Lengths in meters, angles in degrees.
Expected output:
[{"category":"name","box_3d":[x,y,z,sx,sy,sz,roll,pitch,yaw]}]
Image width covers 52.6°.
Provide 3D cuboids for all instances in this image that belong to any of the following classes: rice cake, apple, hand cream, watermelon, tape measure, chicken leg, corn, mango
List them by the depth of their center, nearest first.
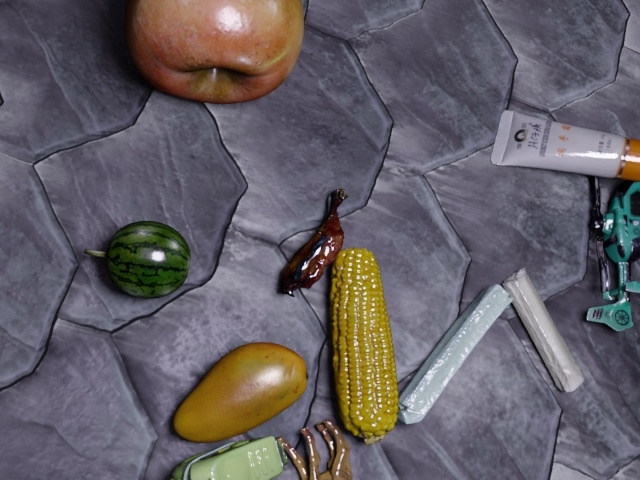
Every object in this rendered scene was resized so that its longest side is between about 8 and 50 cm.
[{"category":"tape measure","box_3d":[-0.169,0.390,1.079,0.177,0.154,0.088,-6,78,-44]},{"category":"mango","box_3d":[-0.144,0.265,1.142,0.253,0.113,0.139,-27,86,-10]},{"category":"watermelon","box_3d":[-0.327,0.034,1.153,0.187,0.141,0.141,4,74,-10]},{"category":"apple","box_3d":[-0.191,-0.428,1.203,0.338,0.338,0.305,1,79,-11]},{"category":"corn","box_3d":[0.074,0.189,1.203,0.120,0.120,0.364,-3,73,-12]},{"category":"chicken leg","box_3d":[0.000,0.000,1.250,0.051,0.106,0.253,43,63,-27]},{"category":"rice cake","box_3d":[0.253,0.220,1.254,0.063,0.066,0.336,44,72,2]},{"category":"rice cake","box_3d":[0.449,0.180,1.311,0.057,0.052,0.256,-24,81,-19]},{"category":"hand cream","box_3d":[0.536,-0.202,1.400,0.314,0.089,0.140,10,70,16]}]

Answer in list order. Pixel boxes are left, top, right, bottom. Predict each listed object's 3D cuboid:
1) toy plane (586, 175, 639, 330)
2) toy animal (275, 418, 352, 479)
[{"category":"toy plane","box_3d":[0.645,0.006,1.377,0.155,0.106,0.382,10,74,-2]},{"category":"toy animal","box_3d":[-0.022,0.453,1.145,0.149,0.054,0.276,10,74,-6]}]
